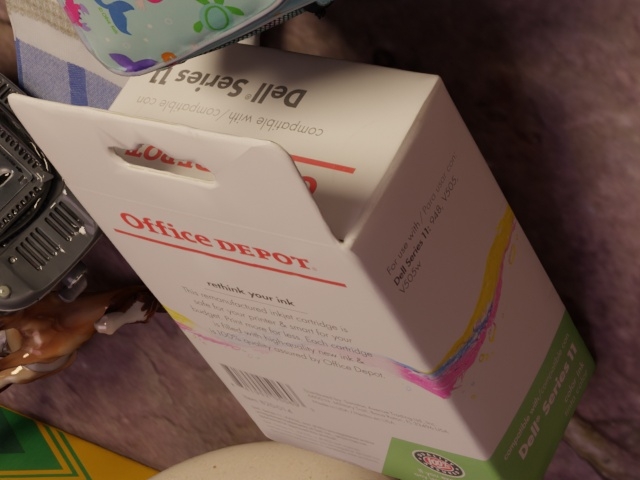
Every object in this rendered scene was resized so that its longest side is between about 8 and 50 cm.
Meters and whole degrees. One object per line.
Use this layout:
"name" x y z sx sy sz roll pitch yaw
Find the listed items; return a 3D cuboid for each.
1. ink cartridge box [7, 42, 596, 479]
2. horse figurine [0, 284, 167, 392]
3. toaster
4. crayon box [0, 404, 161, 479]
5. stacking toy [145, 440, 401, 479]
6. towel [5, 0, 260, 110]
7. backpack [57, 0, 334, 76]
"ink cartridge box" 0.000 0.000 1.129 0.207 0.119 0.353 13 151 35
"horse figurine" -0.234 0.086 1.511 0.066 0.174 0.263 63 153 5
"toaster" -0.250 -0.044 1.375 0.227 0.129 0.146 42 167 0
"crayon box" -0.211 0.262 1.705 0.323 0.083 0.203 17 136 32
"stacking toy" 0.008 0.407 1.510 0.351 0.350 0.480 15 152 34
"towel" -0.120 -0.164 1.236 0.209 0.034 0.285 26 142 22
"backpack" -0.040 -0.212 0.970 0.254 0.191 0.225 -17 113 32
